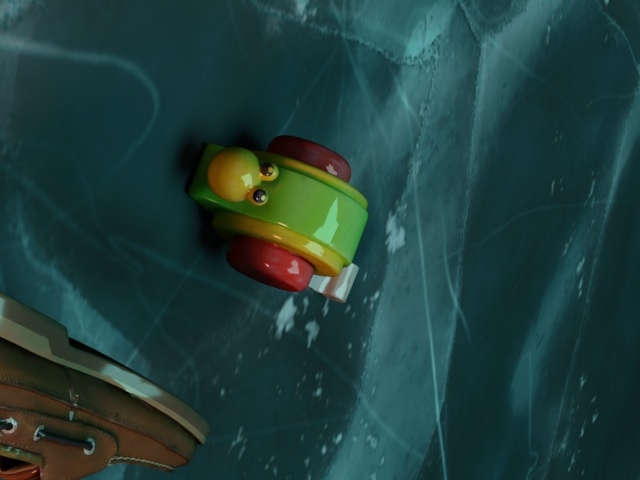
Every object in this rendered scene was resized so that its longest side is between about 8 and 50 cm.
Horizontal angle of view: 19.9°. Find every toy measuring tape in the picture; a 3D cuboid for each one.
[{"bbox_3d":[0.000,0.000,1.455,0.121,0.121,0.330,-68,154,-10],"label":"toy measuring tape"}]

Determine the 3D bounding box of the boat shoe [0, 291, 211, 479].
[{"bbox_3d":[-0.185,0.108,1.177,0.307,0.111,0.104,37,75,-53],"label":"boat shoe"}]
